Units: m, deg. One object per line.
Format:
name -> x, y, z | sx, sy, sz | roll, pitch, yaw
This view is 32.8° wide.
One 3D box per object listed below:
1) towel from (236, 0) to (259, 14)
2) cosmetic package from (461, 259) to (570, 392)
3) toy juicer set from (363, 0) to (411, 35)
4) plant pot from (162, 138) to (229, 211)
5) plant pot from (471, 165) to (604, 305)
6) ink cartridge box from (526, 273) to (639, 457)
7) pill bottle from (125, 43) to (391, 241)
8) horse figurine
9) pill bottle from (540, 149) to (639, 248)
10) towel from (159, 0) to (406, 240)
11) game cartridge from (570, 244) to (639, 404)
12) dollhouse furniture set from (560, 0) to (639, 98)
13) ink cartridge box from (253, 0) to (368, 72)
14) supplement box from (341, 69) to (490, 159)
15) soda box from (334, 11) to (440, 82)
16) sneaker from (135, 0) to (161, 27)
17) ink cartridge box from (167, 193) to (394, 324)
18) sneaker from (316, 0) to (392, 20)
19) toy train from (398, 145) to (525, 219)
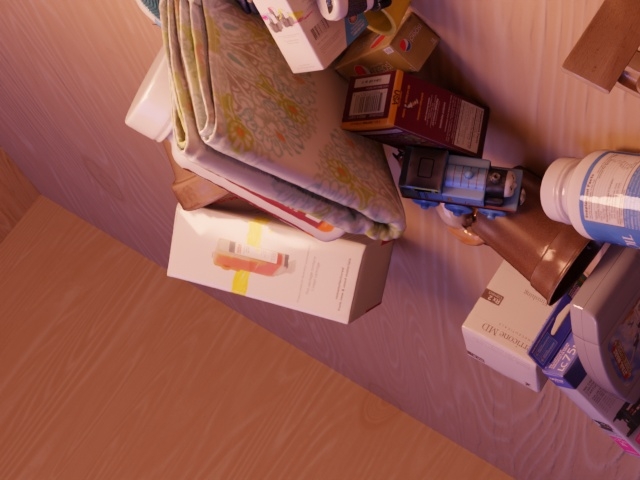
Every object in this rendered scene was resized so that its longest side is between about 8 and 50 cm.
towel -> -0.170, -0.469, 1.420 | 0.243, 0.040, 0.336 | 53, 173, 28
cosmetic package -> 0.365, 0.140, 1.930 | 0.151, 0.184, 0.151 | 27, 162, 24
toy juicer set -> -0.042, -0.367, 1.473 | 0.329, 0.089, 0.209 | 17, 156, 49
plant pot -> -0.202, -0.215, 2.001 | 0.229, 0.263, 0.263 | 57, 159, -13
plant pot -> 0.328, -0.018, 1.627 | 0.165, 0.167, 0.167 | 39, 166, 18
ink cartridge box -> 0.503, 0.213, 1.856 | 0.311, 0.186, 0.065 | 42, 165, -21
pill bottle -> -0.101, -0.179, 1.772 | 0.392, 0.224, 0.224 | 28, 166, -16
horse figurine -> 0.244, -0.057, 1.827 | 0.263, 0.066, 0.174 | 43, 156, -19
pill bottle -> 0.401, -0.054, 1.415 | 0.221, 0.124, 0.124 | 15, 155, 52
towel -> -0.054, -0.179, 1.527 | 0.374, 0.321, 0.090 | 22, 132, -37
game cartridge -> 0.469, 0.123, 1.649 | 0.062, 0.198, 0.297 | 22, 160, 39
dollhouse furniture set -> 0.347, -0.166, 1.198 | 0.144, 0.123, 0.151 | 31, 164, 14
ink cartridge box -> -0.027, -0.313, 1.347 | 0.061, 0.104, 0.181 | 3, 133, 46
supplement box -> 0.137, -0.174, 1.542 | 0.188, 0.081, 0.104 | 15, 173, -38
soda box -> 0.092, -0.264, 1.546 | 0.058, 0.061, 0.181 | 40, 163, -18
sneaker -> -0.227, -0.363, 1.852 | 0.228, 0.087, 0.092 | 38, 156, -11
ink cartridge box -> -0.073, 0.026, 2.172 | 0.384, 0.161, 0.279 | 15, -170, 15
sneaker -> 0.045, -0.380, 1.296 | 0.079, 0.121, 0.217 | 32, 133, 54
toy train -> 0.199, -0.081, 1.548 | 0.184, 0.080, 0.105 | 9, 169, 14
